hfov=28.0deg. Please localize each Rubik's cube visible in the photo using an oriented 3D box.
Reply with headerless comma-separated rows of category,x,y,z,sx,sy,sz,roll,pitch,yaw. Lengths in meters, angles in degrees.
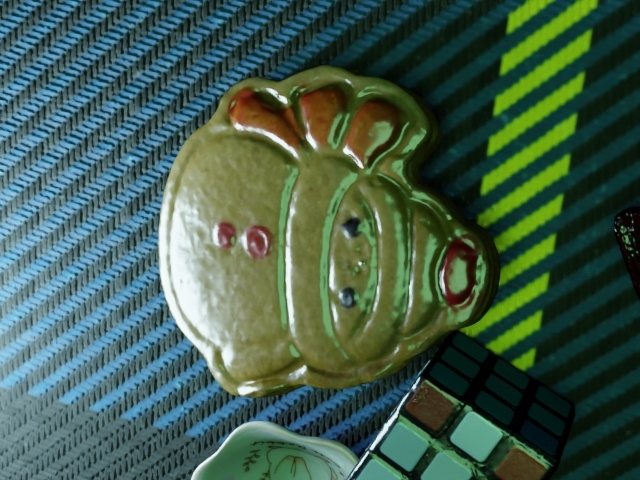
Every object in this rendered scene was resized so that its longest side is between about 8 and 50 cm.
Rubik's cube,0.145,0.212,1.307,0.162,0.160,0.163,35,111,7

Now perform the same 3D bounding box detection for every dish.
dish,-0.027,0.290,1.429,0.229,0.081,0.229,5,108,17

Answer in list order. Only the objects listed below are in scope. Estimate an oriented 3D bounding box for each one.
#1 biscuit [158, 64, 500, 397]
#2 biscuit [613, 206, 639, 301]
biscuit,0.000,0.000,1.324,0.381,0.074,0.359,10,100,29
biscuit,0.406,-0.001,1.225,0.235,0.063,0.151,-23,106,17
